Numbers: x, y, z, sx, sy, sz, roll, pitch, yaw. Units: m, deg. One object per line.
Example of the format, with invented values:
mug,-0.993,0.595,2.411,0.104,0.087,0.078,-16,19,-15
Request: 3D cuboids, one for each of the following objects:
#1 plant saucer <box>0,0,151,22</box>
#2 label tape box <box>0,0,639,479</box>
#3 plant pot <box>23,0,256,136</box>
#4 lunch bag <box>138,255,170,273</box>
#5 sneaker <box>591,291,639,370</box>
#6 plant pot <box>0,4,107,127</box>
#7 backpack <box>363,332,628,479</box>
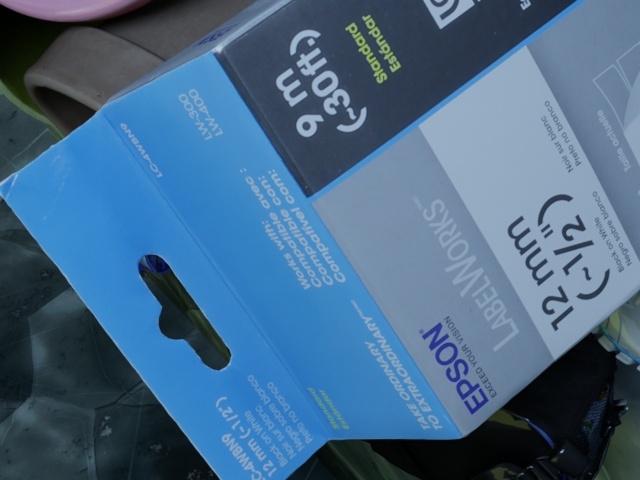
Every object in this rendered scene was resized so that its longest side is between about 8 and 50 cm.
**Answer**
plant saucer,-0.161,-0.323,0.728,0.332,0.332,0.084,48,-152,16
label tape box,0.043,-0.030,0.569,0.249,0.347,0.115,57,165,-17
plant pot,-0.067,-0.136,0.834,0.263,0.229,0.263,32,168,8
lunch bag,-0.328,-0.083,1.741,0.221,0.138,0.293,23,119,53
sneaker,0.212,0.017,0.728,0.191,0.071,0.083,47,157,17
plant pot,-0.231,-0.299,1.024,0.293,0.274,0.275,58,173,42
backpack,0.135,0.126,0.881,0.276,0.213,0.263,28,153,30
